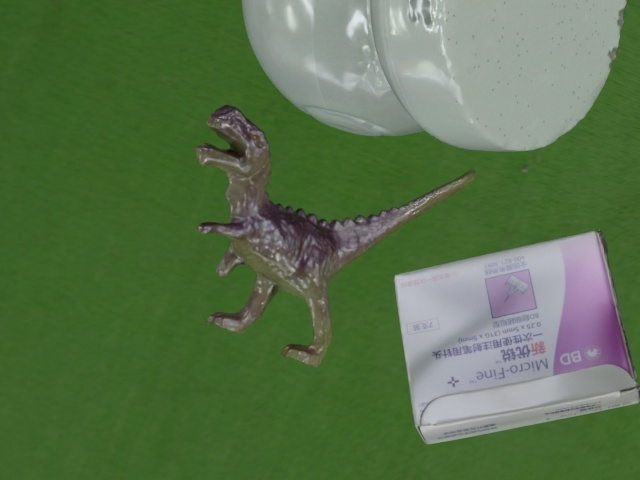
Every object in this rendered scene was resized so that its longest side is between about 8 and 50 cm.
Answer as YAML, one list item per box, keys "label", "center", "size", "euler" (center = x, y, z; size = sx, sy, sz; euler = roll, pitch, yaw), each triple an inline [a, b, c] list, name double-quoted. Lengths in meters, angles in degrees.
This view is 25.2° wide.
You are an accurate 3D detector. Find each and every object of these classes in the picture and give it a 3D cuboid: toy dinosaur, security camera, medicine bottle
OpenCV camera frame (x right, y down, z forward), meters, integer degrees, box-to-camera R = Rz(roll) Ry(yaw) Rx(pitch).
- label: "toy dinosaur"
  center: [0.001, 0.000, 1.181]
  size: [0.251, 0.072, 0.200]
  euler: [17, 89, -16]
- label: "security camera"
  center: [0.052, -0.159, 0.917]
  size: [0.236, 0.194, 0.194]
  euler: [11, 97, 44]
- label: "medicine bottle"
  center: [0.176, 0.089, 1.293]
  size: [0.201, 0.052, 0.171]
  euler: [-12, 55, 10]
